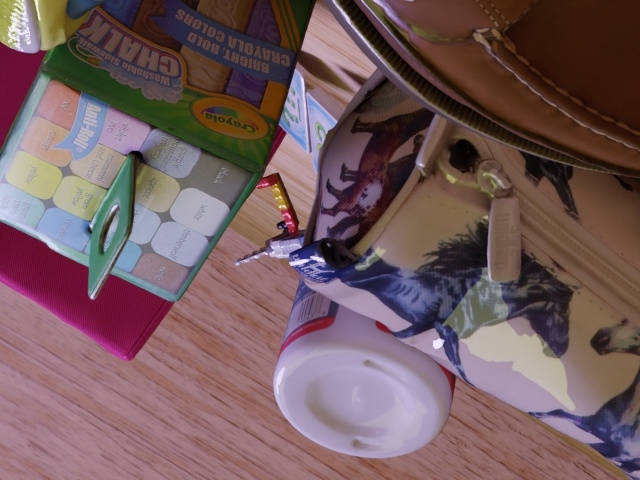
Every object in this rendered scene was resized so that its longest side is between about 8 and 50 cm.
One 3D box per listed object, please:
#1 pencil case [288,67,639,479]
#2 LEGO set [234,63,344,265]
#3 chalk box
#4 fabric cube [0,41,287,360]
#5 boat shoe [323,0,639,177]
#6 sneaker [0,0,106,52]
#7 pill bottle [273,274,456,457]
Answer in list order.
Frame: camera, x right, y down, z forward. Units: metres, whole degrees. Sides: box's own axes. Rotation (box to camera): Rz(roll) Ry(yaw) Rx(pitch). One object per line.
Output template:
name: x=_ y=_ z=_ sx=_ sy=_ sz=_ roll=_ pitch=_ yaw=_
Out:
pencil case: x=0.182 y=0.055 z=1.026 sx=0.410 sy=0.160 sz=0.183 roll=33 pitch=-178 yaw=-13
LEGO set: x=0.000 y=0.000 z=1.338 sx=0.182 sy=0.060 sz=0.244 roll=48 pitch=155 yaw=39
chalk box: x=-0.102 y=-0.065 z=1.031 sx=0.132 sy=0.213 sz=0.132 roll=26 pitch=135 yaw=-10
fabric cube: x=-0.223 y=-0.102 z=1.438 sx=0.258 sy=0.254 sz=0.259 roll=38 pitch=173 yaw=-36
boat shoe: x=0.043 y=-0.109 z=0.544 sx=0.307 sy=0.111 sz=0.104 roll=34 pitch=176 yaw=-25
sneaker: x=-0.107 y=-0.194 z=0.873 sx=0.091 sy=0.126 sz=0.240 roll=52 pitch=153 yaw=18
pill bottle: x=0.040 y=0.035 z=1.143 sx=0.108 sy=0.180 sz=0.108 roll=8 pitch=136 yaw=8
